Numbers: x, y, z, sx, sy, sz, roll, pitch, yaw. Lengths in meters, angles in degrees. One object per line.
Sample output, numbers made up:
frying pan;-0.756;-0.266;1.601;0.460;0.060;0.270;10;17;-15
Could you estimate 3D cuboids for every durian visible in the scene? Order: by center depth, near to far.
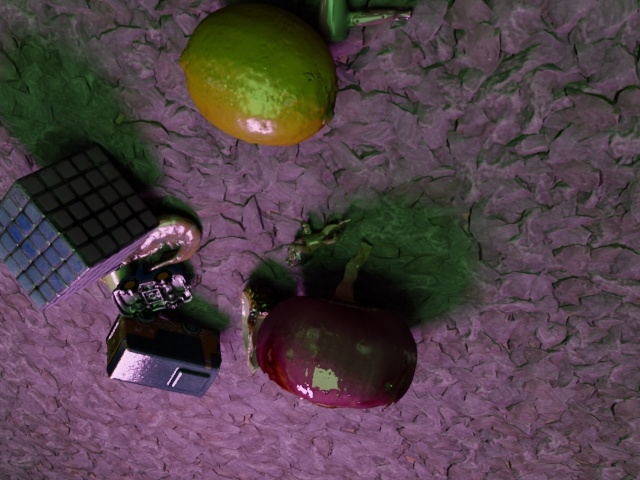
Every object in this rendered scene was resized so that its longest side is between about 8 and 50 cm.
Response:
durian;-0.139;0.211;1.778;0.144;0.139;0.252;15;135;-1

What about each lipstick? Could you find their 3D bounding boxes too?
lipstick;-0.493;0.152;1.893;0.076;0.076;0.304;4;134;16

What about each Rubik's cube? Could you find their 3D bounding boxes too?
Rubik's cube;-0.539;-0.029;1.584;0.237;0.238;0.237;-37;92;38

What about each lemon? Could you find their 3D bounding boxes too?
lemon;-0.098;-0.277;1.228;0.263;0.236;0.236;31;135;-15

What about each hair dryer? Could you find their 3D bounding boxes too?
hair dryer;0.074;-0.381;1.207;0.154;0.054;0.106;6;130;1

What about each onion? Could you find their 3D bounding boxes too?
onion;0.042;0.226;1.639;0.358;0.345;0.358;15;150;9

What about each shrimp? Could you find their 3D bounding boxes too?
shrimp;-0.379;0.015;1.732;0.145;0.059;0.254;26;130;-33

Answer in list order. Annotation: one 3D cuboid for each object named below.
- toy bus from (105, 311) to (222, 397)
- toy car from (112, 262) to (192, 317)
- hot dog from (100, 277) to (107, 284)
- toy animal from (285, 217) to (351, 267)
toy bus;-0.396;0.290;1.875;0.275;0.167;0.138;18;121;-27
toy car;-0.412;0.113;1.809;0.191;0.100;0.097;-15;130;-1
hot dog;-0.576;0.068;1.875;0.044;0.028;0.137;-37;117;14
toy animal;-0.011;-0.007;1.577;0.086;0.069;0.220;22;146;-33
